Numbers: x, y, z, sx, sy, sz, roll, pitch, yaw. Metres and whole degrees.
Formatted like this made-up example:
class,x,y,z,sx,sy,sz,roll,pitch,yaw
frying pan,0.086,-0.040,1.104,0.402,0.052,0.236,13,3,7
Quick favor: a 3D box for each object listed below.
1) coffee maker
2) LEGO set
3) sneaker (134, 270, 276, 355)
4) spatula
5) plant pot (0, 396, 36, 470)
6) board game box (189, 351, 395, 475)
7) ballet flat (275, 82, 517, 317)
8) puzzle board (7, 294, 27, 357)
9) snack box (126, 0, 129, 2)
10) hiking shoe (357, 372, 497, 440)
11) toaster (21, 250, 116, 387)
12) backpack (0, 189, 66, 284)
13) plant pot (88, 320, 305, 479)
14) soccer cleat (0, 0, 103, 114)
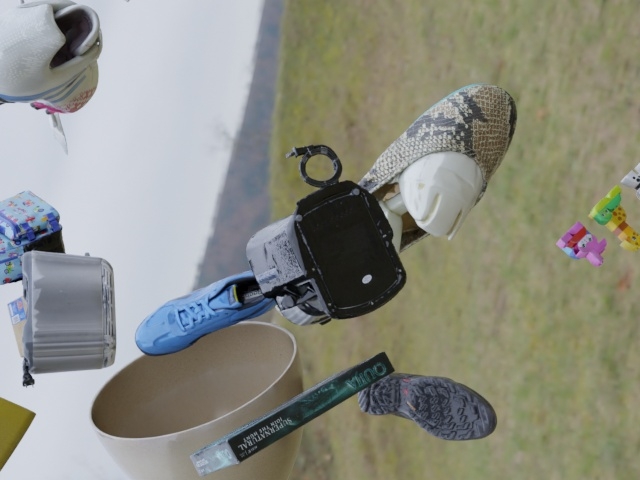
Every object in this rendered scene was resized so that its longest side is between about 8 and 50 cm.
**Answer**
class,x,y,z,sx,sy,sz,roll,pitch,yaw
coffee maker,0.000,0.000,1.365,0.178,0.120,0.171,162,107,-71
LEGO set,0.462,-0.018,2.069,0.227,0.093,0.087,-40,-11,-26
sneaker,-0.150,0.089,1.752,0.082,0.209,0.069,101,146,-75
spatula,-0.403,-0.240,1.922,0.242,0.019,0.168,102,152,-68
plant pot,-0.535,0.284,1.777,0.212,0.212,0.187,-27,39,64
board game box,-0.028,0.171,1.294,0.026,0.186,0.126,61,154,4
ballet flat,0.108,-0.029,1.953,0.483,0.164,0.182,-38,31,26
puzzle board,-0.513,0.142,2.394,0.011,0.096,0.128,56,-173,-52
snack box,-0.199,-0.311,1.468,0.064,0.022,0.178,-55,9,-7
hiking shoe,0.167,0.225,1.875,0.114,0.227,0.086,0,-80,-49
toaster,-0.403,0.123,2.109,0.129,0.146,0.227,109,157,-59
backpack,-0.546,0.004,2.295,0.158,0.173,0.117,34,138,46
plant pot,-0.137,0.259,1.746,0.284,0.284,0.191,-82,-25,-66
soccer cleat,-0.299,-0.218,1.547,0.116,0.143,0.331,61,-168,-4
